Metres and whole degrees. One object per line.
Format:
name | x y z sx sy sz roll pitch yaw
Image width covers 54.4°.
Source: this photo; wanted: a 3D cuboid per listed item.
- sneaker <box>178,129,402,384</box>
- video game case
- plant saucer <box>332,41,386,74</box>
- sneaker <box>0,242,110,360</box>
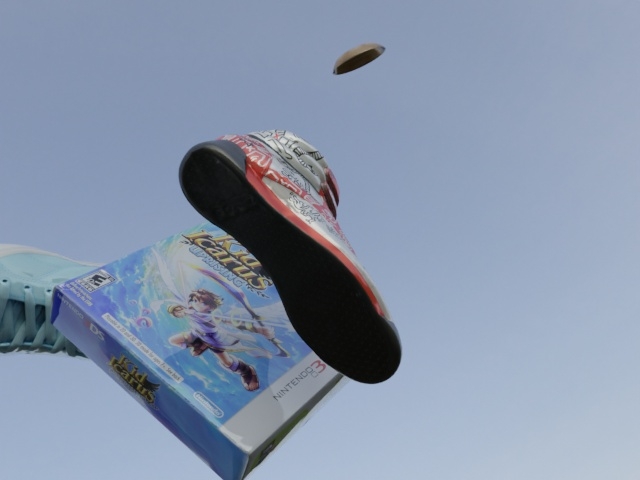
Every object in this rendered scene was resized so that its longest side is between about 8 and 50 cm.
sneaker | 0.000 -0.001 0.597 0.090 0.270 0.145 -47 -8 32
video game case | -0.105 0.096 0.685 0.244 0.269 0.061 -29 -32 -52
plant saucer | 0.053 -0.262 0.890 0.083 0.083 0.015 -23 -89 -4
sneaker | -0.302 0.085 0.755 0.366 0.150 0.135 1 -77 -59
